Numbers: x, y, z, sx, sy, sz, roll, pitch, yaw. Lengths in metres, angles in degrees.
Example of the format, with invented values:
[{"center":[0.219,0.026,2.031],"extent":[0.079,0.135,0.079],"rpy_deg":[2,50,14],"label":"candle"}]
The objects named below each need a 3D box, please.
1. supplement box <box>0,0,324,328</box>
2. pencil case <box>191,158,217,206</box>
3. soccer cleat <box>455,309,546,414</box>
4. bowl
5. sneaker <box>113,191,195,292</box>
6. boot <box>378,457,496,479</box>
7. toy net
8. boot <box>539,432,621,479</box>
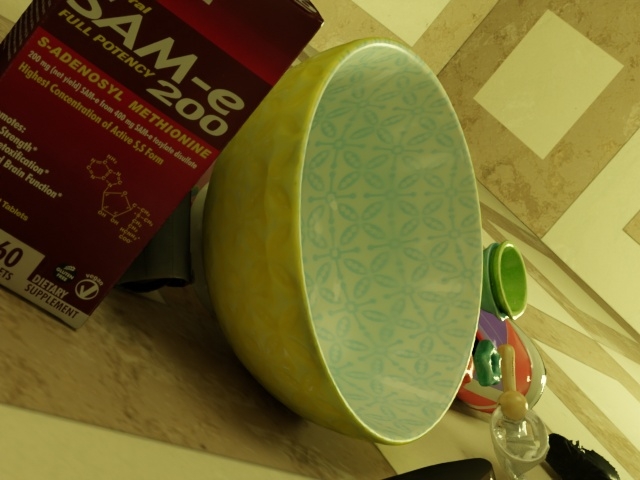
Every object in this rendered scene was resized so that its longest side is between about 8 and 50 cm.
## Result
[{"center":[-0.125,-0.080,0.687],"extent":[0.130,0.239,0.073],"rpy_deg":[34,13,-25],"label":"supplement box"},{"center":[0.000,0.000,1.078],"extent":[0.284,0.124,0.124],"rpy_deg":[38,12,-2],"label":"pencil case"},{"center":[0.111,0.058,1.252],"extent":[0.116,0.109,0.318],"rpy_deg":[21,24,-46],"label":"soccer cleat"},{"center":[-0.006,0.004,0.877],"extent":[0.156,0.289,0.289],"rpy_deg":[-4,-13,30],"label":"bowl"},{"center":[-0.142,-0.020,0.857],"extent":[0.083,0.118,0.222],"rpy_deg":[-1,-3,-14],"label":"sneaker"},{"center":[0.058,0.198,0.658],"extent":[0.305,0.112,0.115],"rpy_deg":[-29,99,-82],"label":"boot"},{"center":[0.162,0.122,1.033],"extent":[0.122,0.045,0.232],"rpy_deg":[-41,117,-58],"label":"toy net"},{"center":[0.284,0.251,1.213],"extent":[0.099,0.045,0.121],"rpy_deg":[33,13,-44],"label":"boot"}]
